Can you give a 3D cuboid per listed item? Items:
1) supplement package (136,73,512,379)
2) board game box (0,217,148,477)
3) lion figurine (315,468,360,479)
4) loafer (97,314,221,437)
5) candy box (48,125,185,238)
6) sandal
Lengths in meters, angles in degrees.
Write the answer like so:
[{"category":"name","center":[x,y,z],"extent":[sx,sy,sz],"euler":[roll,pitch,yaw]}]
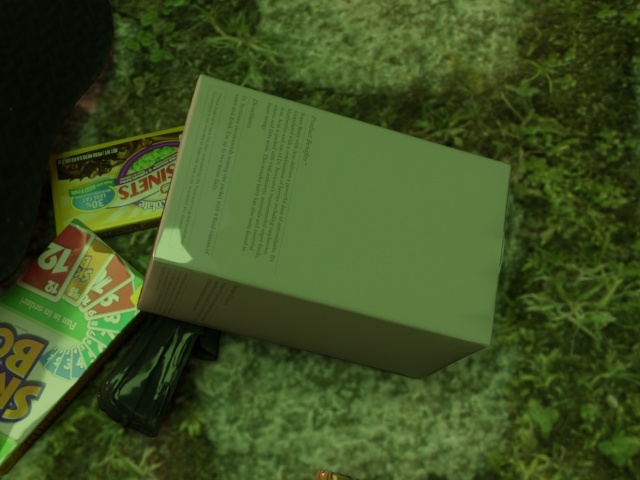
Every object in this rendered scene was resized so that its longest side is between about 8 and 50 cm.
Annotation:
[{"category":"supplement package","center":[0.000,0.000,0.852],"extent":[0.292,0.175,0.178],"euler":[15,68,-10]},{"category":"board game box","center":[-0.290,0.112,0.934],"extent":[0.124,0.039,0.259],"euler":[39,82,14]},{"category":"lion figurine","center":[0.072,0.336,0.774],"extent":[0.392,0.142,0.240],"euler":[13,77,5]},{"category":"loafer","center":[-0.132,0.091,0.925],"extent":[0.078,0.076,0.223],"euler":[35,69,-4]},{"category":"candy box","center":[-0.189,-0.065,1.012],"extent":[0.205,0.027,0.105],"euler":[-13,71,-1]},{"category":"sandal","center":[-0.348,-0.145,0.984],"extent":[0.107,0.167,0.446],"euler":[-20,46,39]}]
